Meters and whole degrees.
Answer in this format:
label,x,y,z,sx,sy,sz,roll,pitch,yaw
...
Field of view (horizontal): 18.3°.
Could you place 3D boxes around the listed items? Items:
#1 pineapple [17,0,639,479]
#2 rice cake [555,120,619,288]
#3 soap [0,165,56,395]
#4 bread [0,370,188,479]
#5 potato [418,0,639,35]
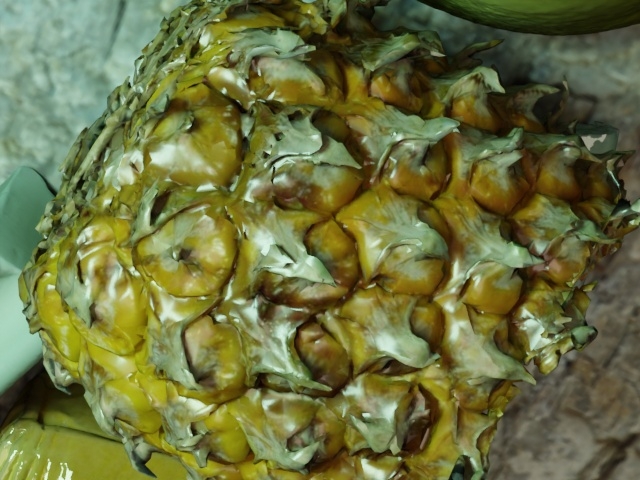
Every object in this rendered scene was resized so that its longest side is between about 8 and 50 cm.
label,x,y,z,sx,sy,sz,roll,pitch,yaw
pineapple,-0.002,0.002,1.184,0.300,0.352,0.352,36,110,-12
rice cake,0.092,-0.003,1.373,0.198,0.037,0.189,9,112,-2
soap,-0.273,0.084,1.359,0.087,0.160,0.265,43,109,-13
bread,-0.102,0.185,1.400,0.288,0.152,0.119,14,107,-4
potato,0.183,-0.225,1.148,0.212,0.280,0.330,28,110,-7
